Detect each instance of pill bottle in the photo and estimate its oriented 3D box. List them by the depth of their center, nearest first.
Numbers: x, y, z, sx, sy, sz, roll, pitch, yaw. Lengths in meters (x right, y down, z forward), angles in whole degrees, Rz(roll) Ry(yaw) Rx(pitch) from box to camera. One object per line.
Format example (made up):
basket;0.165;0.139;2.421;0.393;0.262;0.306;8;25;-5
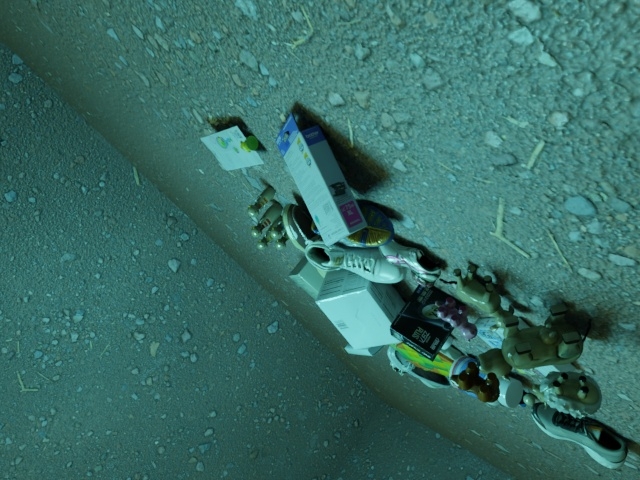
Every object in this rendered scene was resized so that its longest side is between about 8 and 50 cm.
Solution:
pill bottle;0.556;0.478;1.545;0.124;0.124;0.221;47;161;-24

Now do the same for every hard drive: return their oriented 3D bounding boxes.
hard drive;0.221;0.387;1.868;0.040;0.203;0.307;51;163;1

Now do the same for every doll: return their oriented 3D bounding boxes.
doll;0.661;0.533;1.599;0.129;0.046;0.189;45;162;-19

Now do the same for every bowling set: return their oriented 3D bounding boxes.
bowling set;-0.145;-0.038;1.647;0.199;0.154;0.287;32;162;24

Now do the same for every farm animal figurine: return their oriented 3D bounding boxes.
farm animal figurine;0.431;0.228;1.043;0.326;0.331;0.172;-2;141;22

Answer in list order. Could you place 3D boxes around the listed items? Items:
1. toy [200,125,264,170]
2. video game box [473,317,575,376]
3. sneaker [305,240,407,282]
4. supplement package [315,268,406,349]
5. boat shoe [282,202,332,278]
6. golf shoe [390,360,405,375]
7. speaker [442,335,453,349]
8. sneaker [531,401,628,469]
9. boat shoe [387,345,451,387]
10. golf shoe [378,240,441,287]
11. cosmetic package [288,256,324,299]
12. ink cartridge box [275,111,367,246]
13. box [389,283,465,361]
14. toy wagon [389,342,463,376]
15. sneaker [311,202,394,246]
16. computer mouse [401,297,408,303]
toy;-0.265;-0.293;1.429;0.237;0.056;0.137;6;140;52
video game box;0.540;0.289;1.239;0.205;0.048;0.187;41;161;-5
sneaker;0.094;0.068;1.352;0.292;0.108;0.169;17;-165;31
supplement package;0.148;0.221;1.551;0.203;0.145;0.262;-18;122;33
boat shoe;0.000;0.000;1.558;0.123;0.123;0.342;-13;127;31
golf shoe;0.386;0.574;2.144;0.105;0.120;0.273;22;157;39
speaker;0.394;0.315;1.588;0.136;0.055;0.055;43;162;-10
sneaker;0.780;0.566;1.385;0.271;0.100;0.108;24;143;32
boat shoe;0.430;0.541;1.990;0.320;0.118;0.103;40;157;-14
golf shoe;0.242;0.042;1.232;0.186;0.067;0.086;34;135;17
cosmetic package;0.024;0.209;1.986;0.309;0.113;0.160;44;162;-11
ink cartridge box;-0.005;-0.148;1.125;0.311;0.065;0.186;62;161;1
box;0.312;0.234;1.343;0.147;0.180;0.078;31;161;25
toy wagon;0.396;0.437;1.798;0.344;0.068;0.267;7;145;40
sneaker;0.110;-0.034;1.270;0.131;0.112;0.296;27;173;-38
computer mouse;0.240;0.189;1.614;0.242;0.041;0.071;41;162;-7
